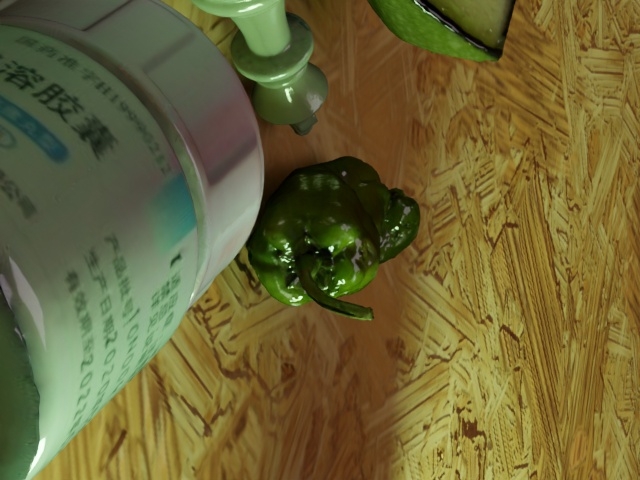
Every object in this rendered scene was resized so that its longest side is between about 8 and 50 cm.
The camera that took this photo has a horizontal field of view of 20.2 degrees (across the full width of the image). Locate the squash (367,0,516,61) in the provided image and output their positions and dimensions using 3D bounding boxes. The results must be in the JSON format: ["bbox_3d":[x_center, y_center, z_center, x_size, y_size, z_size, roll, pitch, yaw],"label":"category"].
[{"bbox_3d":[0.029,-0.204,0.970,0.184,0.085,0.192,34,55,-31],"label":"squash"}]

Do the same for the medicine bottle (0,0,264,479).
[{"bbox_3d":[-0.105,-0.003,0.582,0.168,0.135,0.135,-46,135,-57],"label":"medicine bottle"}]

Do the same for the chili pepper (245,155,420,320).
[{"bbox_3d":[0.001,-0.003,0.916,0.204,0.073,0.072,-34,107,-76],"label":"chili pepper"}]

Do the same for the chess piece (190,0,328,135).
[{"bbox_3d":[-0.026,-0.096,0.867,0.149,0.059,0.059,71,31,-57],"label":"chess piece"}]
